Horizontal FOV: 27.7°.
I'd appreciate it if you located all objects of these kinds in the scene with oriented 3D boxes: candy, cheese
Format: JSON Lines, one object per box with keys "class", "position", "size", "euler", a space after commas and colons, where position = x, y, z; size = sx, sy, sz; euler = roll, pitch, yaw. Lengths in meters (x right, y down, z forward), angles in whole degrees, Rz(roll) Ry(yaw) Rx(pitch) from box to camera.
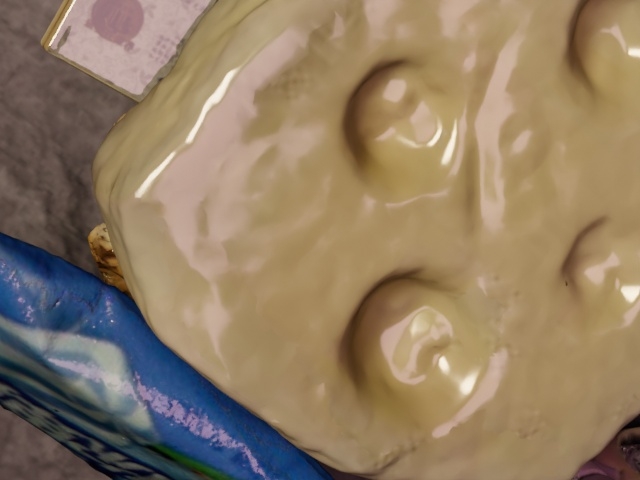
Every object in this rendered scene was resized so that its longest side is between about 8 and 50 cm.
{"class": "candy", "position": [-0.111, 0.086, 0.736], "size": [0.331, 0.187, 0.077], "euler": [38, 68, -18]}
{"class": "cheese", "position": [0.059, -0.033, 0.619], "size": [0.327, 0.115, 0.317], "euler": [-2, 104, -16]}

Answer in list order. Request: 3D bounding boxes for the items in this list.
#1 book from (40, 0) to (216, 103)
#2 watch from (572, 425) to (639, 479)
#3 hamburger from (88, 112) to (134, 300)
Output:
{"class": "book", "position": [-0.031, -0.146, 0.644], "size": [0.138, 0.016, 0.198], "euler": [29, 94, -13]}
{"class": "watch", "position": [0.196, 0.239, 0.816], "size": [0.249, 0.211, 0.217], "euler": [6, 109, -20]}
{"class": "hamburger", "position": [0.000, 0.000, 0.766], "size": [0.262, 0.131, 0.124], "euler": [8, 58, -7]}
